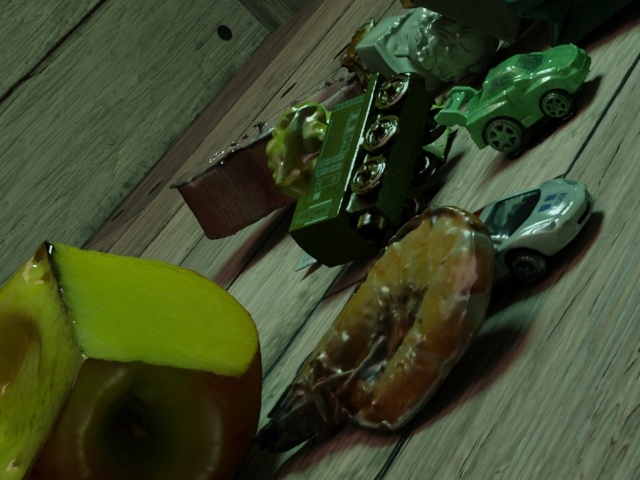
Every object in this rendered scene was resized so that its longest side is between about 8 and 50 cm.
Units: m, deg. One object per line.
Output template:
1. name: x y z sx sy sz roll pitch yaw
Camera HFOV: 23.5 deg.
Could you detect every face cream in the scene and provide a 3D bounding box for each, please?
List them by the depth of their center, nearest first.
1. face cream: 0.000 0.000 1.849 0.038 0.020 0.115 -26 20 32

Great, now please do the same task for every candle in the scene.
1. candle: -0.035 -0.119 2.144 0.317 0.131 0.287 -25 14 32

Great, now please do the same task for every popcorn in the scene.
1. popcorn: 0.000 -0.105 1.888 0.126 0.145 0.126 -3 -51 -53

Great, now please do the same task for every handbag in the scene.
1. handbag: 0.361 -0.353 1.680 0.326 0.089 0.238 -50 12 -31

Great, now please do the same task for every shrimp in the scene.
1. shrimp: 0.042 0.102 1.243 0.317 0.062 0.164 -49 27 33

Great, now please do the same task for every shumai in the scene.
1. shumai: 0.092 -0.261 2.202 0.145 0.116 0.145 -42 10 9

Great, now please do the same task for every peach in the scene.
1. peach: -0.212 0.169 1.459 0.380 0.242 0.306 39 108 59

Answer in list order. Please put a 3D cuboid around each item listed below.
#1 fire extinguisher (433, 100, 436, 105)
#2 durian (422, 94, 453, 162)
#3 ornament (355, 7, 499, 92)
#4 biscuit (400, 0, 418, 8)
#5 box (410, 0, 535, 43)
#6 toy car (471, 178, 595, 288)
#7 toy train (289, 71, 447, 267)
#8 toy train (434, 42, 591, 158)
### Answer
1. fire extinguisher: 0.074 -0.123 1.965 0.177 0.050 0.062 -48 44 -9
2. durian: 0.112 -0.124 1.831 0.100 0.086 0.215 -8 23 8
3. ornament: 0.147 -0.257 1.997 0.130 0.120 0.285 -45 10 -8
4. biscuit: 0.219 -0.389 2.172 0.202 0.047 0.334 -9 18 36
5. box: 0.228 -0.375 1.846 0.231 0.155 0.149 -46 -28 -39
6. toy car: 0.142 0.005 1.272 0.205 0.056 0.095 -34 15 47
7. toy train: 0.055 -0.084 1.682 0.137 0.090 0.225 -18 43 40
8. toy train: 0.197 -0.146 1.540 0.149 0.081 0.099 -36 13 36
